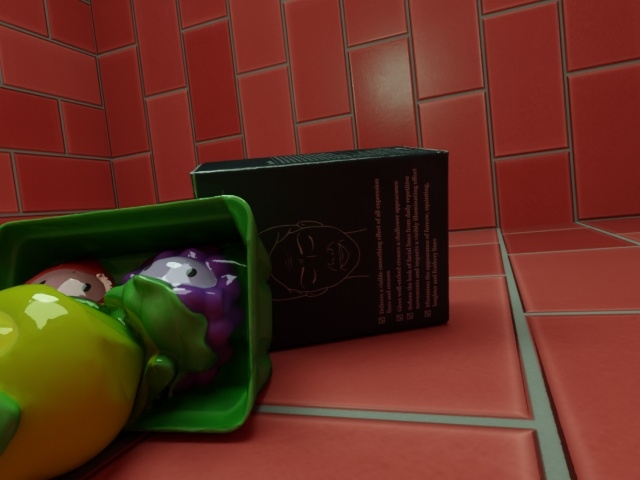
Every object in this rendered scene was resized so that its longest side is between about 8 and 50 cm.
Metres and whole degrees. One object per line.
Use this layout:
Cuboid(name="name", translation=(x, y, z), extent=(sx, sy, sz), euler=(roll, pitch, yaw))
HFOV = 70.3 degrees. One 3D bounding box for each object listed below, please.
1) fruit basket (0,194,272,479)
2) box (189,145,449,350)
Cuboid(name="fruit basket", translation=(-0.249, 0.095, 0.483), extent=(0.391, 0.283, 0.392), euler=(-2, -14, 0))
Cuboid(name="box", translation=(0.000, 0.000, 0.796), extent=(0.395, 0.294, 0.212), euler=(-6, 14, -10))
